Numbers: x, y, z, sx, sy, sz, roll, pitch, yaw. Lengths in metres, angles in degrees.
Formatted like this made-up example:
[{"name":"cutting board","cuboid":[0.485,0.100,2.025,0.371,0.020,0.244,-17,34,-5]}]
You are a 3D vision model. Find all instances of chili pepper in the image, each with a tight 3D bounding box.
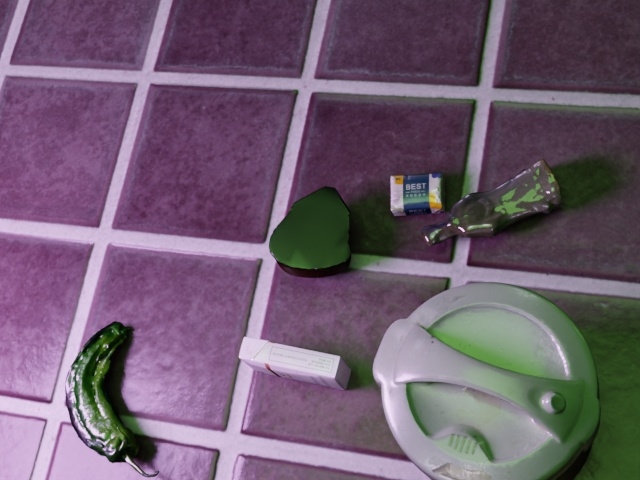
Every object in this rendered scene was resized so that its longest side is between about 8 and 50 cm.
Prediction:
[{"name":"chili pepper","cuboid":[-0.332,0.265,1.505,0.122,0.065,0.278,-26,61,8]}]

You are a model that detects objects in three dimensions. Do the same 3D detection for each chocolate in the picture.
[{"name":"chocolate","cuboid":[0.000,0.000,1.510,0.125,0.080,0.148,32,74,11]}]

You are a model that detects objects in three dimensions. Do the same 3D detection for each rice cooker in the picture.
[{"name":"rice cooker","cuboid":[0.224,0.207,1.262,0.289,0.277,0.288,-6,67,14]}]

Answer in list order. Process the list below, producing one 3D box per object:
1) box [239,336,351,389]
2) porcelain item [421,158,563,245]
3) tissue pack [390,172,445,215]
[{"name":"box","cuboid":[-0.038,0.187,1.445,0.155,0.084,0.040,10,74,18]},{"name":"porcelain item","cuboid":[0.258,-0.042,1.459,0.216,0.069,0.081,-25,70,3]},{"name":"tissue pack","cuboid":[0.154,-0.073,1.513,0.083,0.042,0.062,-3,72,14]}]
